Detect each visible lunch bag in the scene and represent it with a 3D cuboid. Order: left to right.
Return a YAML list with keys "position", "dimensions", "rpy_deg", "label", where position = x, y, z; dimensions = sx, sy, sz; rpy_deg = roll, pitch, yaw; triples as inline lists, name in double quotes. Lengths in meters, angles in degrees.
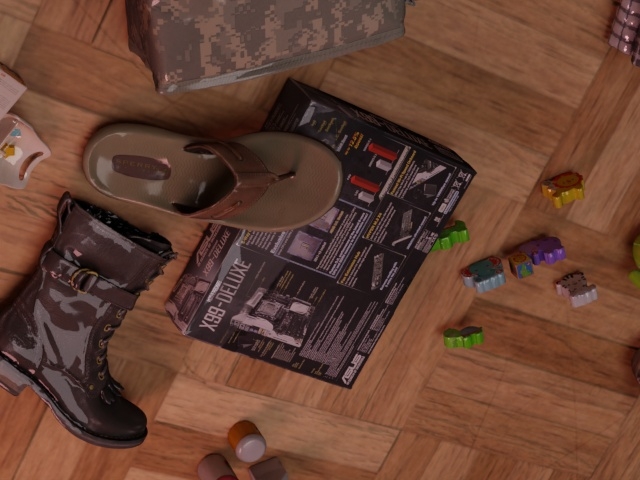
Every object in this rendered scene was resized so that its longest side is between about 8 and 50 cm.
- position: [-0.050, -0.297, 1.595]
  dimensions: [0.287, 0.169, 0.235]
  rpy_deg: [-11, 120, -14]
  label: "lunch bag"

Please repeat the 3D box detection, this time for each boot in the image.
- position: [-0.234, 0.092, 1.765]
  dimensions: [0.263, 0.091, 0.229]
  rpy_deg: [36, 98, -33]
  label: "boot"

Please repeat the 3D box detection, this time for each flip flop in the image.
- position: [-0.114, -0.067, 1.690]
  dimensions: [0.277, 0.080, 0.112]
  rpy_deg: [9, 102, -3]
  label: "flip flop"

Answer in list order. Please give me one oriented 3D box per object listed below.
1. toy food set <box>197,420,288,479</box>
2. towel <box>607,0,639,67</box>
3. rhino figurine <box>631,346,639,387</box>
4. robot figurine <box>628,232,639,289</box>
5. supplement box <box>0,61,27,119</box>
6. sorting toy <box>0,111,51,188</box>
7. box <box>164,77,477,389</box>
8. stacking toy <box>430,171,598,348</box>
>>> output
- position: [-0.078, 0.344, 1.964]
  dimensions: [0.111, 0.104, 0.232]
  rpy_deg: [-19, 123, -15]
  label: "toy food set"
- position: [0.497, -0.311, 1.872]
  dimensions: [0.284, 0.121, 0.235]
  rpy_deg: [-3, 118, -24]
  label: "towel"
- position: [0.518, 0.141, 2.156]
  dimensions: [0.243, 0.073, 0.106]
  rpy_deg: [-29, 128, -10]
  label: "rhino figurine"
- position: [0.441, 0.026, 2.060]
  dimensions: [0.101, 0.067, 0.115]
  rpy_deg: [-39, 125, 1]
  label: "robot figurine"
- position: [-0.351, -0.139, 1.618]
  dimensions: [0.098, 0.036, 0.062]
  rpy_deg: [-49, 125, 6]
  label: "supplement box"
- position: [-0.318, -0.088, 1.661]
  dimensions: [0.083, 0.045, 0.075]
  rpy_deg: [-50, 132, 6]
  label: "sorting toy"
- position: [0.000, 0.000, 1.834]
  dimensions: [0.242, 0.076, 0.307]
  rpy_deg: [20, 106, -32]
  label: "box"
- position: [0.234, 0.027, 1.978]
  dimensions: [0.221, 0.052, 0.167]
  rpy_deg: [-20, 121, -12]
  label: "stacking toy"
